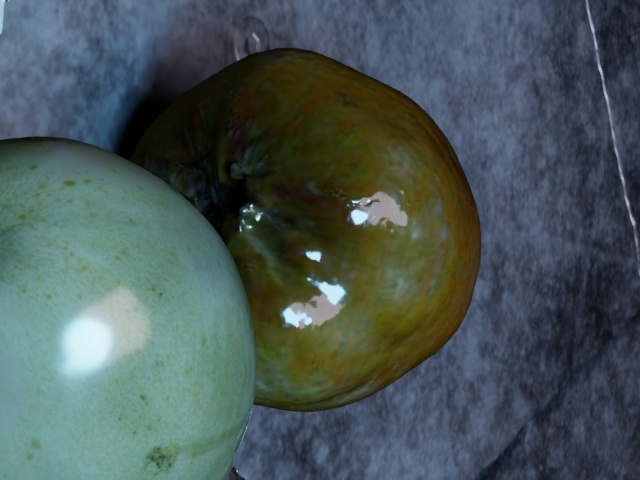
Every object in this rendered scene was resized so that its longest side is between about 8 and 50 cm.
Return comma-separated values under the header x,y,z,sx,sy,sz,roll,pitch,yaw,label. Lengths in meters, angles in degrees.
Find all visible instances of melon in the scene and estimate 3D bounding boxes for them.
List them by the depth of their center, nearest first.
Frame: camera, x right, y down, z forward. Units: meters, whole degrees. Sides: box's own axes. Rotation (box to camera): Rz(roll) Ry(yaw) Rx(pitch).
x,y,z,sx,sy,sz,roll,pitch,yaw,label
-0.176,0.079,1.291,0.330,0.268,0.268,69,38,-61,melon

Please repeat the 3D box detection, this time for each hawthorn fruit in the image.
x,y,z,sx,sy,sz,roll,pitch,yaw,label
0.000,0.000,1.526,0.301,0.267,0.268,20,76,-60,hawthorn fruit

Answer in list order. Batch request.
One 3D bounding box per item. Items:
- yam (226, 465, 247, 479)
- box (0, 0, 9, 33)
x,y,z,sx,sy,sz,roll,pitch,yaw,label
-0.080,0.251,1.554,0.280,0.131,0.131,55,50,-41,yam
-0.327,-0.164,1.074,0.203,0.251,0.106,-7,101,-54,box
